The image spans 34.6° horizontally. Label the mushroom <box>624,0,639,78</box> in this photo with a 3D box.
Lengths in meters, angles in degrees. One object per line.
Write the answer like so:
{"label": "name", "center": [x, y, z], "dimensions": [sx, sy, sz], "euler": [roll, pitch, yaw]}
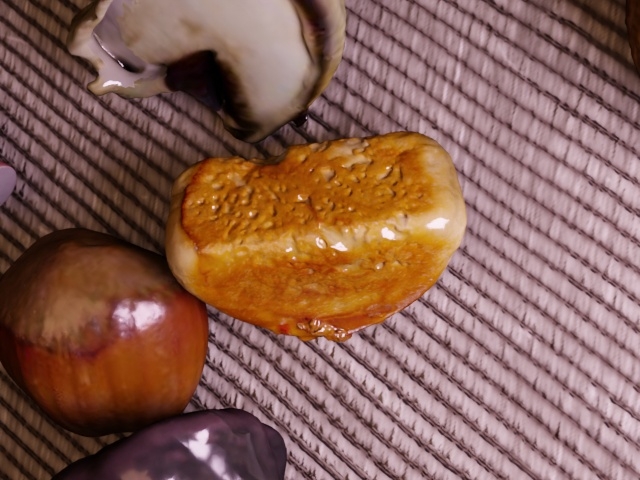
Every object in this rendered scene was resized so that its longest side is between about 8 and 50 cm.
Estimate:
{"label": "mushroom", "center": [0.384, -0.166, 0.712], "dimensions": [0.331, 0.356, 0.334], "euler": [-23, 115, 31]}

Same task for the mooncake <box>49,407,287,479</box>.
{"label": "mooncake", "center": [-0.093, 0.346, 0.893], "dimensions": [0.350, 0.212, 0.381], "euler": [-36, 79, 18]}

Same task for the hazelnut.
{"label": "hazelnut", "center": [-0.211, 0.090, 0.956], "dimensions": [0.210, 0.186, 0.210], "euler": [-4, 78, 19]}

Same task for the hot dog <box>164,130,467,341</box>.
{"label": "hot dog", "center": [0.000, 0.000, 0.909], "dimensions": [0.256, 0.153, 0.150], "euler": [-8, 56, 6]}

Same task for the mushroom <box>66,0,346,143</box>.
{"label": "mushroom", "center": [-0.077, -0.226, 0.941], "dimensions": [0.217, 0.212, 0.292], "euler": [32, 134, -18]}

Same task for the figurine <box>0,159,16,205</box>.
{"label": "figurine", "center": [-0.413, -0.140, 1.057], "dimensions": [0.158, 0.161, 0.275], "euler": [-23, 82, -25]}
